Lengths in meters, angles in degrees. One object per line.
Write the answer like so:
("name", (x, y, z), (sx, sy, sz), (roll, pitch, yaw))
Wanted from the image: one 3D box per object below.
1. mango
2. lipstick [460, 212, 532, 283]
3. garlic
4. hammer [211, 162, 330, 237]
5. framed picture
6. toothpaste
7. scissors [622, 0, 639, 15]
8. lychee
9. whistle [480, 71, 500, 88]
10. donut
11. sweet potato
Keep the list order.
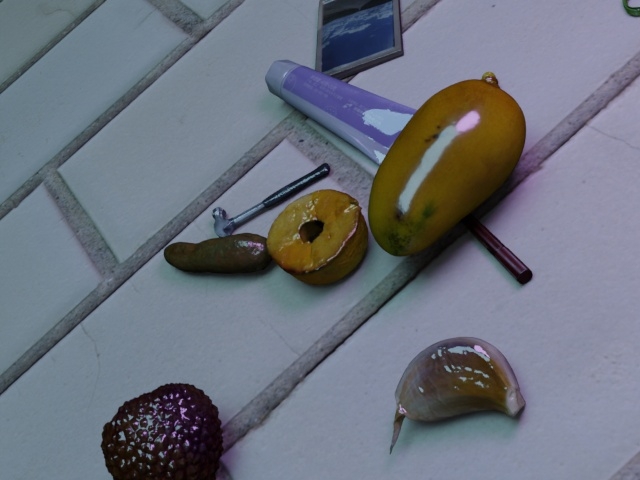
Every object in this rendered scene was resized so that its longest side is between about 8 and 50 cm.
("mango", (0.187, -0.109, 1.471), (0.317, 0.173, 0.211), (-50, 14, -10))
("lipstick", (0.264, 0.007, 1.446), (0.027, 0.027, 0.176), (-39, 41, 2))
("garlic", (0.172, 0.206, 1.306), (0.198, 0.090, 0.128), (-19, 59, 15))
("hammer", (-0.088, -0.071, 1.751), (0.246, 0.029, 0.103), (-28, 44, 11))
("framed picture", (0.079, -0.434, 1.935), (0.189, 0.023, 0.260), (-16, 49, 21))
("toothpaste", (0.035, -0.251, 1.781), (0.371, 0.080, 0.125), (32, 79, 40))
("scissors", (0.527, -0.459, 1.635), (0.101, 0.027, 0.204), (-34, 46, 3))
("lychee", (-0.233, 0.317, 1.436), (0.188, 0.188, 0.188), (-19, 47, 22))
("whistle", (0.288, -0.246, 1.632), (0.046, 0.057, 0.109), (12, 40, -11))
("donut", (0.001, -0.001, 1.599), (0.190, 0.074, 0.174), (10, 64, 44))
("sweet potato", (-0.196, 0.027, 1.719), (0.273, 0.075, 0.075), (-4, 54, 38))
